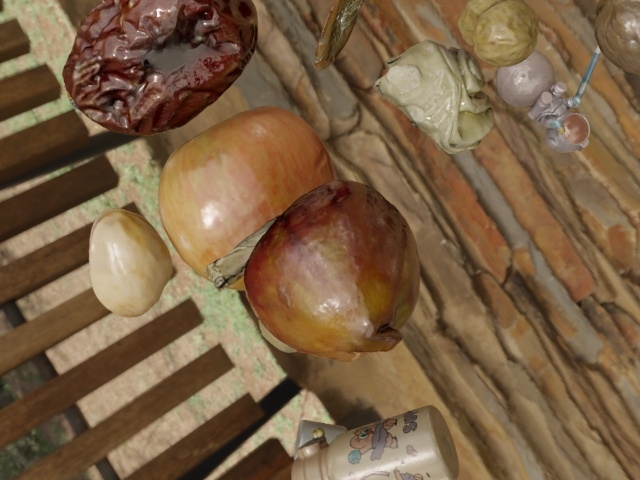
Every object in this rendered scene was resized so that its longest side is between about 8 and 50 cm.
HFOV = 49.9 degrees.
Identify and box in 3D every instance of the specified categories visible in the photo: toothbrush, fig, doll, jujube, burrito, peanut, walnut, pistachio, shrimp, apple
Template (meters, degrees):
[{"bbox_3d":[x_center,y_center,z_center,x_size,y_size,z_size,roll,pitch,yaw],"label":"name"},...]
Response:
[{"bbox_3d":[0.716,-0.471,1.797,0.019,0.025,0.275,15,126,4],"label":"toothbrush"},{"bbox_3d":[0.020,0.040,0.848,0.224,0.224,0.263,60,176,-4],"label":"fig"},{"bbox_3d":[0.557,-0.333,1.702,0.287,0.151,0.151,51,154,-2],"label":"doll"},{"bbox_3d":[-0.299,-0.356,1.292,0.377,0.276,0.276,-27,95,32],"label":"jujube"},{"bbox_3d":[-0.106,0.017,1.082,0.051,0.171,0.042,42,158,24],"label":"burrito"},{"bbox_3d":[0.298,-0.364,1.160,0.125,0.274,0.111,7,117,4],"label":"peanut"},{"bbox_3d":[0.612,-0.408,1.265,0.224,0.224,0.224,41,149,32],"label":"walnut"},{"bbox_3d":[-0.532,0.062,1.913,0.230,0.230,0.308,10,118,57],"label":"pistachio"},{"bbox_3d":[0.037,-0.449,1.356,0.053,0.236,0.133,27,-172,19],"label":"shrimp"},{"bbox_3d":[-0.149,-0.083,1.474,0.346,0.391,0.391,61,154,7],"label":"apple"}]

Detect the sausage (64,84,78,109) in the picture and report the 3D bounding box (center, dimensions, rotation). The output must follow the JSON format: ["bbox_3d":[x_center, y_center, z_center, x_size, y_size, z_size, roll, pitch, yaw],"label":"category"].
[{"bbox_3d":[-0.497,-0.359,1.730,0.347,0.123,0.123,13,138,13],"label":"sausage"}]

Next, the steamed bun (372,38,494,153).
[{"bbox_3d":[0.343,-0.410,1.888,0.394,0.237,0.346,25,-157,-42],"label":"steamed bun"}]

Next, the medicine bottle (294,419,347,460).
[{"bbox_3d":[0.019,0.389,1.300,0.130,0.080,0.080,11,146,-3],"label":"medicine bottle"}]

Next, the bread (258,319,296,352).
[{"bbox_3d":[-0.028,0.099,1.101,0.134,0.148,0.141,54,163,11],"label":"bread"}]

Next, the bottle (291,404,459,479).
[{"bbox_3d":[0.061,0.280,0.882,0.097,0.209,0.110,9,-119,-71],"label":"bottle"}]
